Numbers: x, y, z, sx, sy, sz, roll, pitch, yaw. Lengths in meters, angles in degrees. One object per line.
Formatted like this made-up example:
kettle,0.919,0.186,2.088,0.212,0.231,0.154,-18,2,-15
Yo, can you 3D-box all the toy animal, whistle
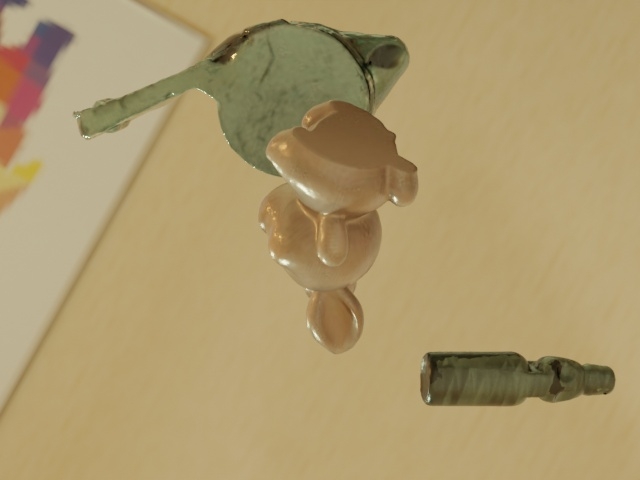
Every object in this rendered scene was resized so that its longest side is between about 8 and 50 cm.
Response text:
toy animal,-0.002,-0.001,1.467,0.124,0.213,0.124,9,-146,-7
whistle,-0.099,-0.188,2.233,0.404,0.188,0.168,9,-171,3

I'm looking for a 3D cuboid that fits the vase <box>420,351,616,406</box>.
vase,0.215,0.149,1.945,0.211,0.060,0.060,1,-178,-9
